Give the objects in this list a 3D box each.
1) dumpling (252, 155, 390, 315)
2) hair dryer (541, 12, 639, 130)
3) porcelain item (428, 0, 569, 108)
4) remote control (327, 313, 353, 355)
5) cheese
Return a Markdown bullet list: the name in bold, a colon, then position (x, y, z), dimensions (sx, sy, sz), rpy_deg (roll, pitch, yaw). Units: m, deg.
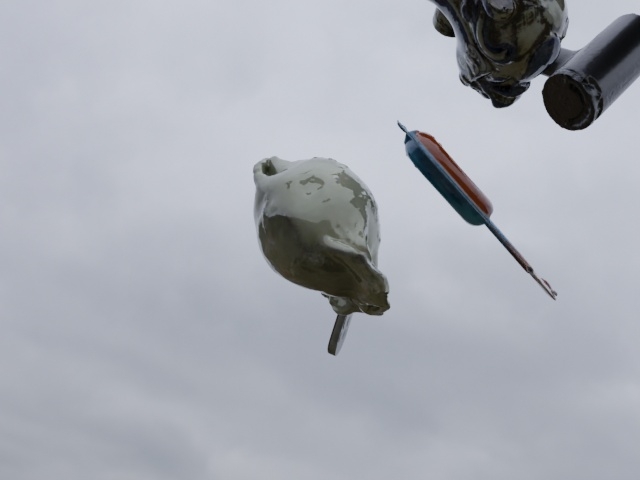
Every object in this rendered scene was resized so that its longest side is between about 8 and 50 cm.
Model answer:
- **dumpling**: position (0.000, 0.000, 0.948), dimensions (0.258, 0.147, 0.193), rpy_deg (45, -22, 34)
- **hair dryer**: position (0.338, -0.270, 1.162), dimensions (0.251, 0.197, 0.089), rpy_deg (29, -33, 37)
- **porcelain item**: position (0.182, -0.306, 0.971), dimensions (0.288, 0.138, 0.186), rpy_deg (52, -16, 15)
- **remote control**: position (0.061, 0.124, 1.651), dimensions (0.022, 0.245, 0.077), rpy_deg (19, 8, 12)
- **cheese**: position (0.168, -0.033, 0.847), dimensions (0.037, 0.106, 0.256), rpy_deg (-43, -88, 12)
